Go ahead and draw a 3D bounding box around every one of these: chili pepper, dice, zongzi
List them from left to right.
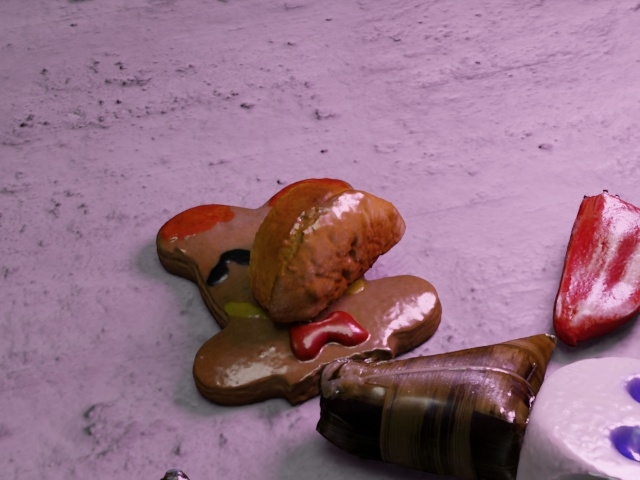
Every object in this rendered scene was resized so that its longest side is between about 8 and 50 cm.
[{"bbox_3d":[0.162,0.184,1.491,0.286,0.134,0.288,9,33,19],"label":"zongzi"},{"bbox_3d":[0.411,0.056,1.617,0.144,0.136,0.252,39,58,-19],"label":"chili pepper"},{"bbox_3d":[0.339,0.297,1.216,0.243,0.259,0.251,10,26,19],"label":"dice"}]

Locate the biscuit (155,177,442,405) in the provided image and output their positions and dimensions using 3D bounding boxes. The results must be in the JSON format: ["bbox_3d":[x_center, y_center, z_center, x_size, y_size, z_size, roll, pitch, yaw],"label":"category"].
[{"bbox_3d":[-0.035,0.055,1.660,0.368,0.076,0.394,-15,45,-9],"label":"biscuit"}]

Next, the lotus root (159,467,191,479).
[{"bbox_3d":[-0.149,0.354,1.358,0.113,0.088,0.192,-8,42,-27],"label":"lotus root"}]

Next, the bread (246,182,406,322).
[{"bbox_3d":[0.003,-0.010,1.579,0.129,0.134,0.260,29,52,33],"label":"bread"}]
